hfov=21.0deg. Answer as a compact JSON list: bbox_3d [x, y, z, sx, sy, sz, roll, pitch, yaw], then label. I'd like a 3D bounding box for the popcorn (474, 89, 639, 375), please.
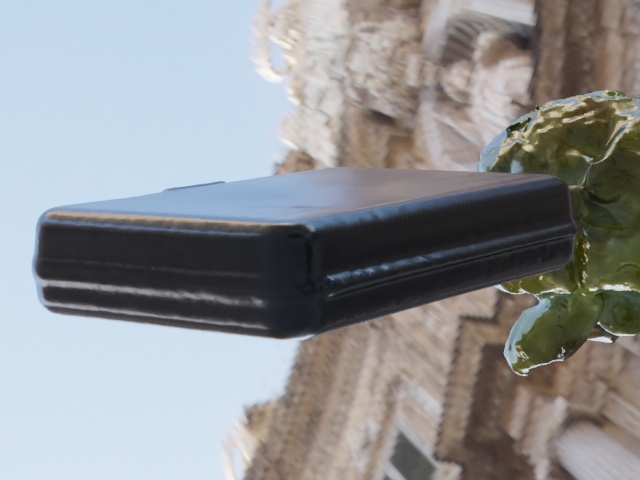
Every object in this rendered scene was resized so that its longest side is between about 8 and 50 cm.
[{"bbox_3d":[0.192,-0.003,1.256,0.198,0.198,0.213,1,-80,-16],"label":"popcorn"}]

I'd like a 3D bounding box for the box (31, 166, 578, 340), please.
[{"bbox_3d":[0.000,0.000,0.786,0.230,0.160,0.050,-12,-78,-52],"label":"box"}]
